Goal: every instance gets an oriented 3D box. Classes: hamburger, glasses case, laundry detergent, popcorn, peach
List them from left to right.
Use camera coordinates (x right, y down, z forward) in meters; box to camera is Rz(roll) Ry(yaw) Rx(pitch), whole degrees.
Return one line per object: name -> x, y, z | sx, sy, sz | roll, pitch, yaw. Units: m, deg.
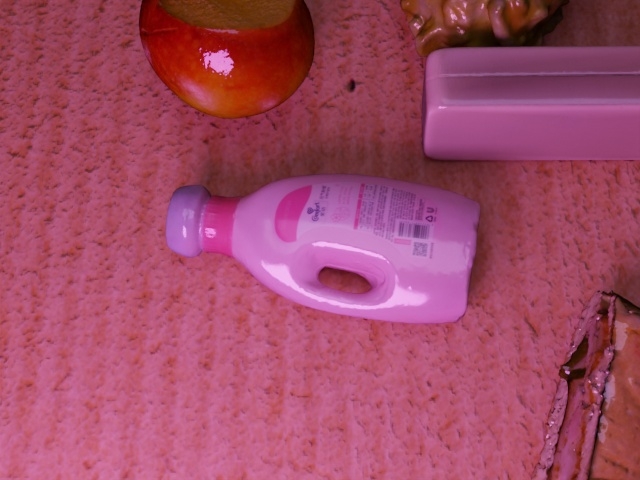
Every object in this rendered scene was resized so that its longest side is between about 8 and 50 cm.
peach -> -0.106, -0.235, 1.096 | 0.190, 0.192, 0.190 | -23, 30, 14
laundry detergent -> 0.000, 0.000, 1.066 | 0.335, 0.088, 0.159 | 7, 72, 7
popcorn -> 0.201, -0.299, 1.110 | 0.217, 0.181, 0.235 | 23, 73, 11
glasses case -> 0.281, -0.148, 1.072 | 0.337, 0.144, 0.076 | 0, 70, 2
hamburger -> 0.294, 0.181, 0.976 | 0.131, 0.124, 0.262 | 19, 76, -10
